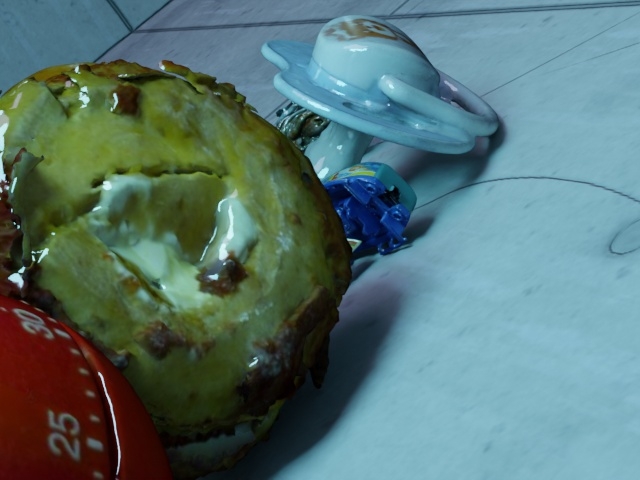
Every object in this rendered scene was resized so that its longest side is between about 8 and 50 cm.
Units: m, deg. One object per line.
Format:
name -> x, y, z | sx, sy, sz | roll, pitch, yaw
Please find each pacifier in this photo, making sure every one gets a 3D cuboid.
pacifier -> 0.041, -0.097, 1.652 | 0.279, 0.227, 0.207 | -109, 40, -69

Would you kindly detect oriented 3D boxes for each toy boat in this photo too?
toy boat -> 0.000, 0.000, 1.561 | 0.175, 0.091, 0.110 | -23, 29, 49

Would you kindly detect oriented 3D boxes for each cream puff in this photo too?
cream puff -> -0.145, 0.031, 1.362 | 0.350, 0.350, 0.229 | -50, 6, -36

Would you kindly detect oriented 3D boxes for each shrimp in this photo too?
shrimp -> -0.003, -0.116, 1.855 | 0.233, 0.090, 0.079 | -37, -20, 36

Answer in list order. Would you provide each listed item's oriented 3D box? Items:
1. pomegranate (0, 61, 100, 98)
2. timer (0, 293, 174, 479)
pomegranate -> -0.273, -0.074, 1.985 | 0.264, 0.264, 0.264 | -33, 18, 12
timer -> -0.260, 0.212, 1.092 | 0.378, 0.279, 0.378 | -25, 52, 37
